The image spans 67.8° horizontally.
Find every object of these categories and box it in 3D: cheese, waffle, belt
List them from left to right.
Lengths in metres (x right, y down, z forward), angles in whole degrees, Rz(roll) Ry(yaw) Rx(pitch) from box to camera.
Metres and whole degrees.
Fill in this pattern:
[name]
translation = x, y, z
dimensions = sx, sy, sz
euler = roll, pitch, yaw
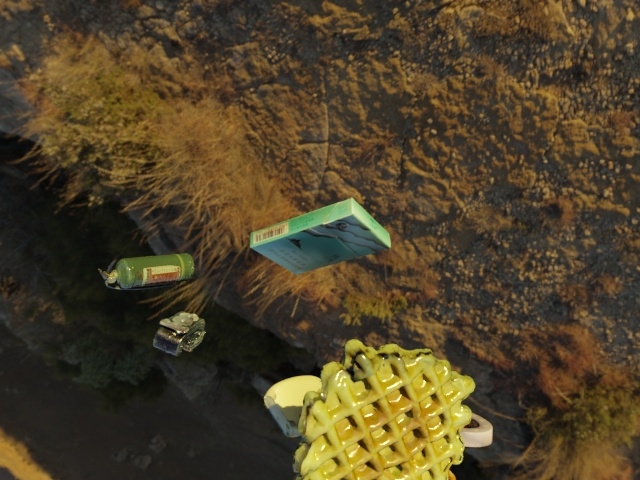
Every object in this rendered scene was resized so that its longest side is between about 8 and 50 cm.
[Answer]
[belt]
translation = -0.469, 0.323, 1.639
dimensions = 0.128, 0.218, 0.122
euler = 21, 97, 4
[cheese]
translation = -0.008, 0.358, 1.134
dimensions = 0.127, 0.251, 0.054
euler = 50, 137, 22
[waffle]
translation = 0.103, 0.306, 0.763
dimensions = 0.317, 0.297, 0.073
euler = 20, -179, -24

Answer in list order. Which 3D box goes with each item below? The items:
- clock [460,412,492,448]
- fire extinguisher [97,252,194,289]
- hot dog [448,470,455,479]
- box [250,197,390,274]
[clock]
translation = 0.302, 0.436, 1.099
dimensions = 0.198, 0.064, 0.172
euler = 2, 174, 42
[fire extinguisher]
translation = -0.524, 0.095, 1.417
dimensions = 0.093, 0.294, 0.118
euler = 46, 121, 30
[hot dog]
translation = 0.258, 0.587, 1.076
dimensions = 0.109, 0.269, 0.072
euler = 1, 90, 14
[box]
translation = 0.001, 0.000, 0.936
dimensions = 0.229, 0.041, 0.162
euler = -17, 149, 27
